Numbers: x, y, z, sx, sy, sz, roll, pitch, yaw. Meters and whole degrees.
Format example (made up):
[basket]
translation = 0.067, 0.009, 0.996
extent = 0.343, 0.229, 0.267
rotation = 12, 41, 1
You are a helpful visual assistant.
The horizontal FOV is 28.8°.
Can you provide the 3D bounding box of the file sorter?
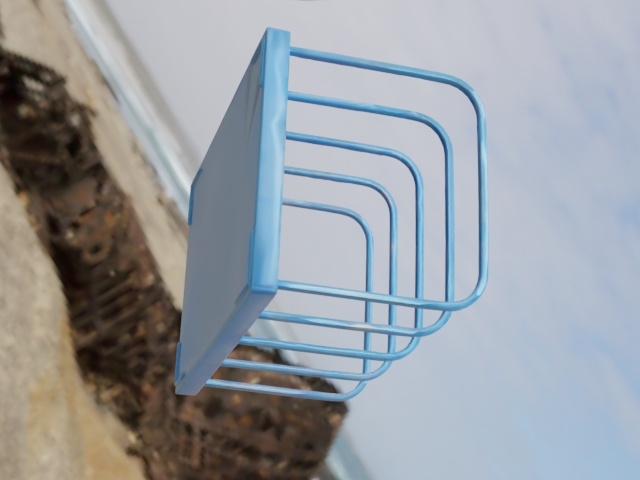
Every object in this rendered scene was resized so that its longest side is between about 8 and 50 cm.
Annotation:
[file sorter]
translation = 0.000, 0.000, 0.588
extent = 0.170, 0.104, 0.118
rotation = 128, -33, -64
